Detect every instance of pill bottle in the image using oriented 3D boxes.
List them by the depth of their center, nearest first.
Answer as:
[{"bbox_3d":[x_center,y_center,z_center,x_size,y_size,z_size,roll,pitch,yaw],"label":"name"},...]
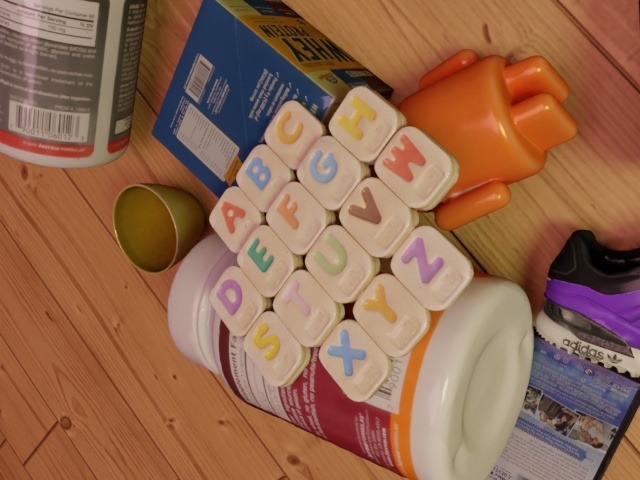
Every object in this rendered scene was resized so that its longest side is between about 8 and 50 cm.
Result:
[{"bbox_3d":[0.019,0.112,0.739,0.392,0.224,0.224,14,112,37],"label":"pill bottle"},{"bbox_3d":[-0.350,-0.302,0.876,0.210,0.210,0.363,29,119,24],"label":"pill bottle"}]

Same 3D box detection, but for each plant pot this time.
[{"bbox_3d":[-0.228,-0.027,0.951,0.134,0.095,0.134,11,111,31],"label":"plant pot"}]

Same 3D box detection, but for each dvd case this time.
[{"bbox_3d":[0.247,0.226,0.756,0.180,0.022,0.253,25,117,25],"label":"dvd case"}]

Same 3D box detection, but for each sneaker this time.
[{"bbox_3d":[0.352,0.061,0.581,0.293,0.102,0.146,15,112,30],"label":"sneaker"}]

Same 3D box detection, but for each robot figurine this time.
[{"bbox_3d":[0.143,-0.106,0.657,0.219,0.128,0.158,-21,98,36],"label":"robot figurine"}]

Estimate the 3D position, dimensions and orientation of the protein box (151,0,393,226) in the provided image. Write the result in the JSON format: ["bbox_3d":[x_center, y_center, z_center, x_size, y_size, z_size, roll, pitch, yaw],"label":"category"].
[{"bbox_3d":[-0.063,-0.155,0.773,0.201,0.136,0.200,42,123,16],"label":"protein box"}]

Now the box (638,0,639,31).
[{"bbox_3d":[0.406,-0.181,0.455,0.321,0.079,0.257,-3,90,35],"label":"box"}]

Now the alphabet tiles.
[{"bbox_3d":[0.000,0.000,0.616,0.278,0.021,0.284,49,112,31],"label":"alphabet tiles"}]
